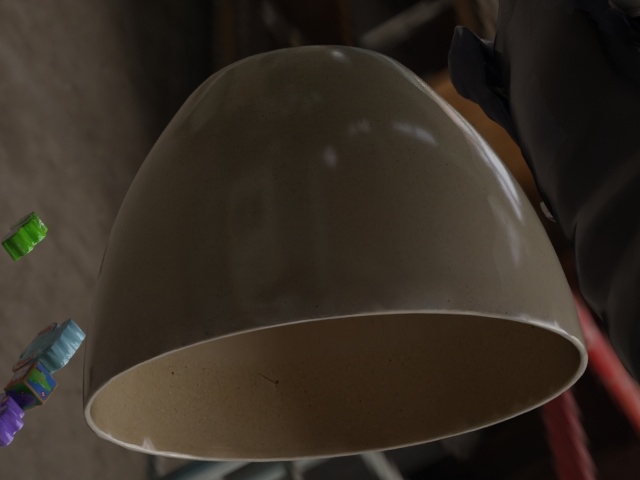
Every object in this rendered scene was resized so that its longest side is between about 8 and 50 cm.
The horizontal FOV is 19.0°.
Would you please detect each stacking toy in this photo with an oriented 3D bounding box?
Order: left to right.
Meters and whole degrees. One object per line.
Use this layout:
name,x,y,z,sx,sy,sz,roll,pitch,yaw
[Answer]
stacking toy,-0.203,0.101,1.304,0.167,0.052,0.221,53,39,-16

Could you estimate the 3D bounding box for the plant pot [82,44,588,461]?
plant pot,0.000,0.000,1.103,0.284,0.284,0.191,35,45,-60

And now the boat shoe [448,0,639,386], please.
boat shoe,0.201,-0.043,0.561,0.340,0.127,0.158,0,39,-30
